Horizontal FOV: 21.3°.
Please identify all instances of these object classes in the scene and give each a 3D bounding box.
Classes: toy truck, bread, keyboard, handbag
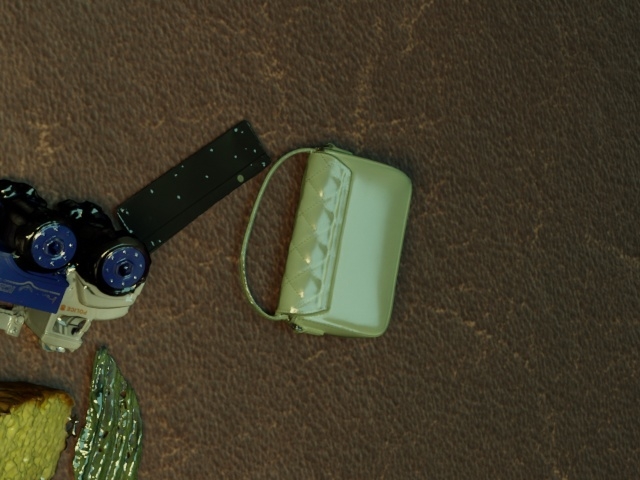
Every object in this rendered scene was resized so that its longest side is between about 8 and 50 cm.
[{"bbox_3d":[-0.318,0.041,1.991,0.213,0.161,0.177,17,98,-33],"label":"toy truck"},{"bbox_3d":[-0.389,0.223,1.927,0.260,0.134,0.129,-5,110,-71],"label":"bread"},{"bbox_3d":[-0.161,-0.068,2.166,0.231,0.023,0.072,-38,102,-30],"label":"keyboard"},{"bbox_3d":[0.000,0.000,2.247,0.219,0.079,0.256,15,79,-22],"label":"handbag"}]

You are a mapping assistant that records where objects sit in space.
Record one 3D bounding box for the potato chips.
[{"bbox_3d":[-0.257,0.236,2.086,0.092,0.028,0.207,12,83,-35],"label":"potato chips"}]
